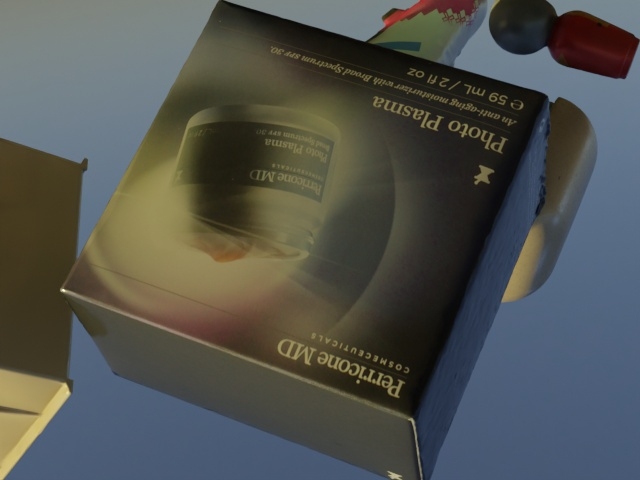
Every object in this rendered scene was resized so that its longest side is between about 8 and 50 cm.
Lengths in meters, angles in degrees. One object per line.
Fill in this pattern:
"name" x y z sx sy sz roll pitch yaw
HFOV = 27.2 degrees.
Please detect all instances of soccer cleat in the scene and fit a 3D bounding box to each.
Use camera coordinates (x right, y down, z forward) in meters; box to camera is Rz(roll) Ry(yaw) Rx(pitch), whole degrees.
"soccer cleat" 0.085 -0.169 1.433 0.331 0.143 0.116 -32 170 -34

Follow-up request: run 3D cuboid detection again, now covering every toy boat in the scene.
"toy boat" 0.218 -0.108 1.387 0.148 0.318 0.267 21 -141 11

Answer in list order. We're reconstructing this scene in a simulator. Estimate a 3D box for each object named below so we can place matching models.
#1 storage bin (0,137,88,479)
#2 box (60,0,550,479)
"storage bin" -0.326 0.074 1.244 0.123 0.262 0.260 16 140 -26
"box" 0.000 0.000 1.077 0.296 0.183 0.294 18 -113 16
